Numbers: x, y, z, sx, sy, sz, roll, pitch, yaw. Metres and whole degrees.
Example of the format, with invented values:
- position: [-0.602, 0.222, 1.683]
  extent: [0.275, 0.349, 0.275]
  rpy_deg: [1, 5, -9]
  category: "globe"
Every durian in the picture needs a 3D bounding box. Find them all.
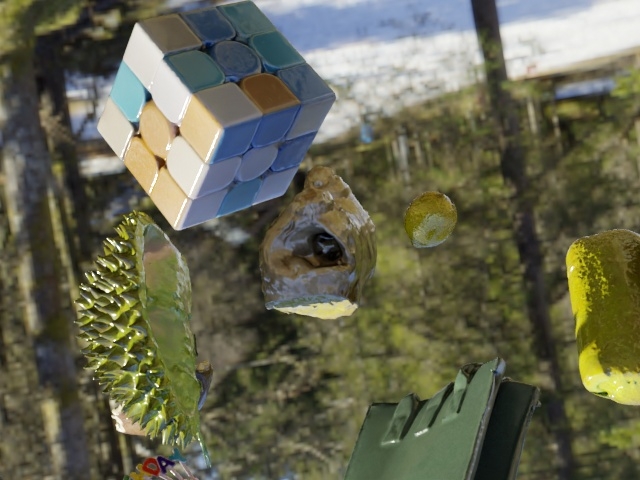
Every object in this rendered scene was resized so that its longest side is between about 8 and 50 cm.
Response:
- position: [-0.216, 0.102, 1.506]
  extent: [0.170, 0.355, 0.157]
  rpy_deg: [12, 138, -33]
  category: "durian"

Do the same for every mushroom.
- position: [-0.334, 0.259, 2.471]
  extent: [0.208, 0.301, 0.233]
  rpy_deg: [13, 146, -24]
  category: "mushroom"

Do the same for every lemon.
- position: [0.133, -0.024, 1.434]
  extent: [0.062, 0.062, 0.083]
  rpy_deg: [-8, 137, -38]
  category: "lemon"

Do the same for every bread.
- position: [0.498, 0.111, 1.933]
  extent: [0.166, 0.112, 0.383]
  rpy_deg: [6, -143, 2]
  category: "bread"

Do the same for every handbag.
- position: [0.106, 0.262, 1.260]
  extent: [0.079, 0.260, 0.247]
  rpy_deg: [36, 146, -19]
  category: "handbag"

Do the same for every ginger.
- position: [0.000, 0.000, 1.557]
  extent: [0.130, 0.221, 0.275]
  rpy_deg: [4, 160, 11]
  category: "ginger"

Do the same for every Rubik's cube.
- position: [-0.237, -0.285, 2.643]
  extent: [0.347, 0.344, 0.347]
  rpy_deg: [-23, 155, -40]
  category: "Rubik's cube"

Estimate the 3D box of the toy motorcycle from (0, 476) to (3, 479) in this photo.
- position: [-0.411, 0.285, 1.276]
  extent: [0.108, 0.204, 0.239]
  rpy_deg: [-15, -140, -35]
  category: "toy motorcycle"

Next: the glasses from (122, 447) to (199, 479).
- position: [-0.249, 0.447, 1.806]
  extent: [0.162, 0.255, 0.095]
  rpy_deg: [23, 160, -11]
  category: "glasses"
